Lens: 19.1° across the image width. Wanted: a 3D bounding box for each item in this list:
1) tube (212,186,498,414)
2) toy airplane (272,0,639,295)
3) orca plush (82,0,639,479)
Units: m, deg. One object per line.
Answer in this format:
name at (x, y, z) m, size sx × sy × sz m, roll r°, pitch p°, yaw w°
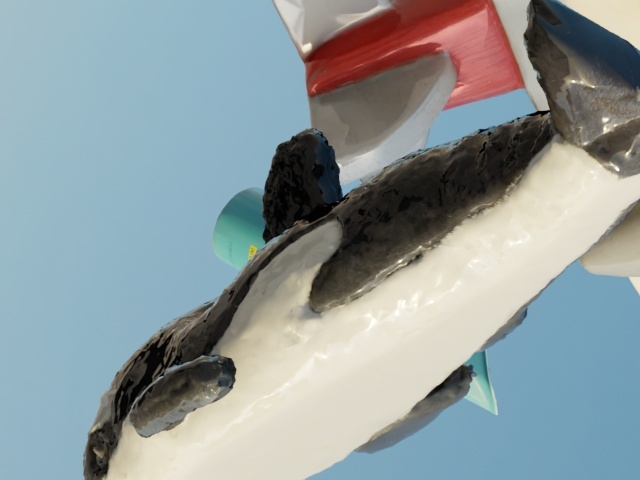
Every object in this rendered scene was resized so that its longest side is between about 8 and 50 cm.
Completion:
tube at (0.025, 0.032, 1.152) m, size 0.207 × 0.080 × 0.052 m, roll 29°, pitch -118°, yaw 33°
toy airplane at (0.163, -0.135, 1.054) m, size 0.272 × 0.386 × 0.384 m, roll 51°, pitch -55°, yaw 50°
orca plush at (0.000, 0.000, 0.650) m, size 0.287 × 0.151 × 0.102 m, roll -50°, pitch -124°, yaw 48°
